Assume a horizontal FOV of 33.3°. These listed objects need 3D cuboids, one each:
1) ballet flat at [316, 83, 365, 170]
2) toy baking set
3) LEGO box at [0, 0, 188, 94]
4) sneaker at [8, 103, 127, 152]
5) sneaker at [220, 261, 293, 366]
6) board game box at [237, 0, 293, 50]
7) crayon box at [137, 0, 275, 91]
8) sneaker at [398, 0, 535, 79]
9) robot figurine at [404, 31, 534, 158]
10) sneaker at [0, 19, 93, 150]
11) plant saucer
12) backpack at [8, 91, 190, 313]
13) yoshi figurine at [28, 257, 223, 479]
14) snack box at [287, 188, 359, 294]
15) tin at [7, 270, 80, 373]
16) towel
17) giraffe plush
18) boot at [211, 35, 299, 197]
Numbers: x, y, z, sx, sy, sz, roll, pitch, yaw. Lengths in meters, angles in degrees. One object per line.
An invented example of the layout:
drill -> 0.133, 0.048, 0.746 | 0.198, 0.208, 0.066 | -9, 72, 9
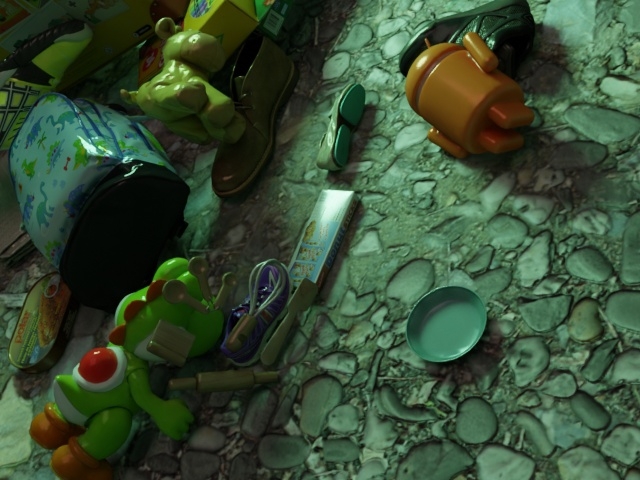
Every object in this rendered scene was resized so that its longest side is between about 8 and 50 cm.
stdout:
ballet flat -> 0.028, -0.190, 1.767 | 0.052, 0.057, 0.168 | -6, 55, 40
toy baking set -> -0.122, 0.123, 1.549 | 0.030, 0.256, 0.197 | 179, 94, -70
LEGO box -> -0.527, -0.500, 2.023 | 0.500, 0.372, 0.193 | -20, 47, 41
sneaker -> -0.492, -0.229, 2.065 | 0.234, 0.078, 0.106 | -20, 45, -6
sneaker -> -0.097, 0.106, 1.608 | 0.068, 0.071, 0.170 | 12, 72, 34
board game box -> -0.092, -0.502, 1.998 | 0.213, 0.046, 0.317 | -1, 62, 57
crayon box -> -0.212, -0.386, 1.940 | 0.318, 0.081, 0.202 | -44, 32, 24
sneaker -> 0.234, -0.297, 1.694 | 0.227, 0.087, 0.130 | -19, 44, 12
robot figurine -> 0.217, -0.216, 1.606 | 0.128, 0.158, 0.219 | -41, 57, -11
sneaker -> -0.553, -0.253, 1.959 | 0.384, 0.147, 0.145 | -41, 13, 4
plant saucer -> 0.176, 0.118, 1.477 | 0.119, 0.021, 0.119 | -17, 51, 22
backpack -> -0.390, -0.100, 1.837 | 0.290, 0.273, 0.355 | -57, 27, 25
yoshi figurine -> -0.267, 0.197, 1.626 | 0.362, 0.203, 0.203 | -54, 6, 6
snack box -> 0.000, 0.000, 1.668 | 0.064, 0.022, 0.178 | 6, 62, 35
tin -> -0.476, 0.142, 1.848 | 0.106, 0.040, 0.190 | -3, 57, 25
towel -> -0.581, -0.087, 2.067 | 0.187, 0.049, 0.282 | -39, 47, 0
giraffe plush -> -0.214, -0.271, 1.770 | 0.210, 0.181, 0.171 | 10, 72, 25
boot -> -0.135, -0.218, 1.845 | 0.112, 0.115, 0.305 | 3, 61, 30
